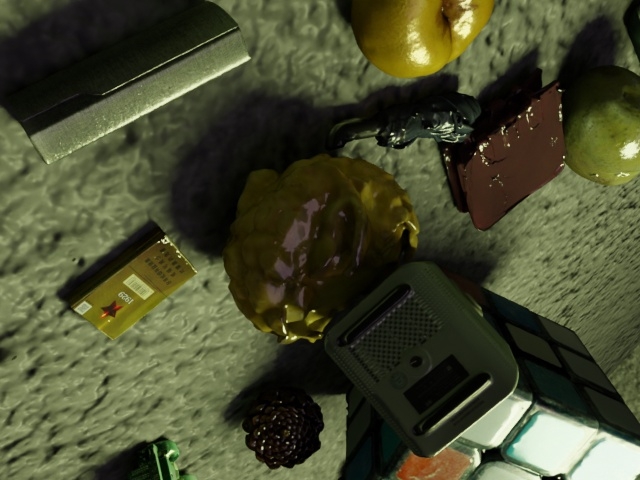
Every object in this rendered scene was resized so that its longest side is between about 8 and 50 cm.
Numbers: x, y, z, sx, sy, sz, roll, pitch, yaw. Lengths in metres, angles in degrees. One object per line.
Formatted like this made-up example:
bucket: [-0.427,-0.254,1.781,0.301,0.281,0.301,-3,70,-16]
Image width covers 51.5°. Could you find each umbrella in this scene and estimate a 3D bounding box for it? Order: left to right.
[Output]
umbrella: [0.114,-0.153,0.865,0.248,0.071,0.071,-13,134,-34]

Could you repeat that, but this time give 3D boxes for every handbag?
handbag: [0.289,-0.138,1.044,0.203,0.074,0.216,-40,142,-6]

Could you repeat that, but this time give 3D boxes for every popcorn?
popcorn: [0.000,0.000,0.805,0.250,0.190,0.250,-28,138,-28]

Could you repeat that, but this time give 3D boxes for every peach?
peach: [0.114,-0.265,0.722,0.179,0.103,0.179,-29,144,-24]

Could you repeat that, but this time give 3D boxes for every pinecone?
pinecone: [-0.061,0.309,1.108,0.140,0.140,0.121,-50,176,8]

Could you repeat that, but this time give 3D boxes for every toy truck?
toy truck: [-0.253,0.439,1.055,0.135,0.128,0.259,-17,138,-13]

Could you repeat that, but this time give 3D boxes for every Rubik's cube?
Rubik's cube: [0.265,0.304,1.119,0.363,0.362,0.359,24,109,-7]

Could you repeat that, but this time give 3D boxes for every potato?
potato: [0.473,-0.180,1.099,0.159,0.174,0.251,-4,162,5]

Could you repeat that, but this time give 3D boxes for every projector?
projector: [0.127,0.129,0.803,0.163,0.177,0.242,-42,172,7]

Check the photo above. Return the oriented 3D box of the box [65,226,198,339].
box: [-0.219,0.052,0.783,0.133,0.023,0.090,-39,142,-6]

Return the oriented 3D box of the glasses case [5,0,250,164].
glasses case: [-0.170,-0.147,0.593,0.205,0.071,0.047,-32,139,-16]

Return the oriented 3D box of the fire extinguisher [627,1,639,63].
fire extinguisher: [0.580,-0.324,1.109,0.095,0.114,0.311,-9,159,33]
